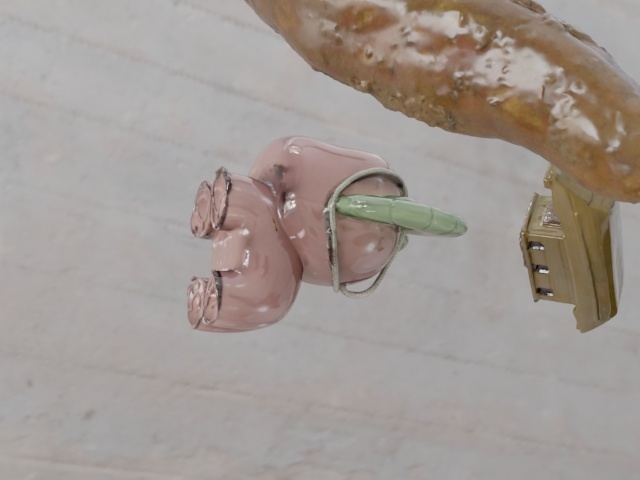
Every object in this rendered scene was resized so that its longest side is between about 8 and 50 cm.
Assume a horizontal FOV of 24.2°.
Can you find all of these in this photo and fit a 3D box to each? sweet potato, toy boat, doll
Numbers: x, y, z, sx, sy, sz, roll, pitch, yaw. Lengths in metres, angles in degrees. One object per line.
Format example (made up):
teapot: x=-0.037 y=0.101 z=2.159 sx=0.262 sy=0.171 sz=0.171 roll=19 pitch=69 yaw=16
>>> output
sweet potato: x=0.047 y=-0.119 z=0.828 sx=0.095 sy=0.355 sz=0.106 roll=-52 pitch=143 yaw=-9
toy boat: x=0.200 y=0.000 z=1.195 sx=0.200 sy=0.077 sz=0.057 roll=71 pitch=33 yaw=-51
doll: x=0.000 y=0.000 z=1.626 sx=0.268 sy=0.284 sz=0.216 roll=6 pitch=82 yaw=-19
